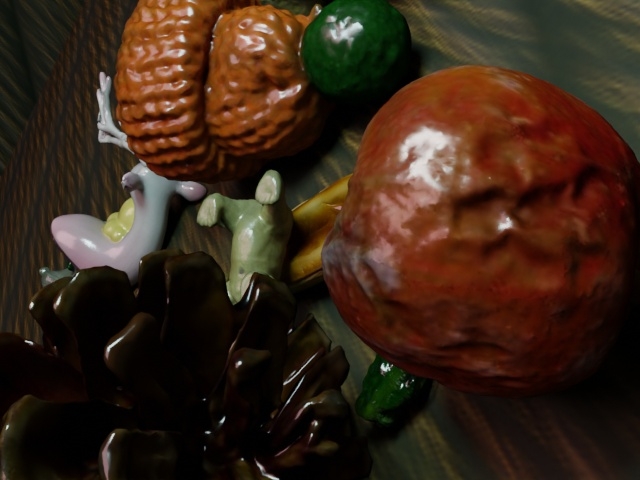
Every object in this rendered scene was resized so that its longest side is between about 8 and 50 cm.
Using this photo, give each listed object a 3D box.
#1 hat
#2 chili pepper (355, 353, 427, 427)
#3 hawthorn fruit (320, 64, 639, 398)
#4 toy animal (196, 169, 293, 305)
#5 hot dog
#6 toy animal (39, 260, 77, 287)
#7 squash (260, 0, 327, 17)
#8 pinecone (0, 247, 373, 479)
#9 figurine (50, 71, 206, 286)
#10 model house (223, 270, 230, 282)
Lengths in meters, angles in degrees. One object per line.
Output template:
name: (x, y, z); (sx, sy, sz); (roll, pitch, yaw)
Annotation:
hat: (-0.061, -0.212, 0.908); (0.400, 0.285, 0.285); (8, 72, 22)
chili pepper: (0.078, 0.086, 0.634); (0.073, 0.050, 0.182); (-17, 53, 54)
hawthorn fruit: (0.146, 0.010, 0.462); (0.271, 0.242, 0.242); (21, 84, 23)
toy animal: (-0.076, 0.037, 0.736); (0.103, 0.101, 0.219); (4, 84, 27)
hot dog: (0.000, 0.000, 0.774); (0.249, 0.068, 0.100); (-27, 62, 43)
toy animal: (-0.427, 0.102, 1.252); (0.236, 0.138, 0.108); (21, 44, 33)
squash: (-0.067, -0.475, 1.110); (0.203, 0.111, 0.289); (0, 66, 3)
pinecone: (-0.125, 0.187, 0.529); (0.397, 0.397, 0.398); (-30, 46, 38)
figurine: (-0.343, -0.111, 1.186); (0.315, 0.206, 0.284); (-43, 50, 20)
model house: (-0.178, 0.173, 0.831); (0.291, 0.184, 0.253); (-58, 26, -16)
